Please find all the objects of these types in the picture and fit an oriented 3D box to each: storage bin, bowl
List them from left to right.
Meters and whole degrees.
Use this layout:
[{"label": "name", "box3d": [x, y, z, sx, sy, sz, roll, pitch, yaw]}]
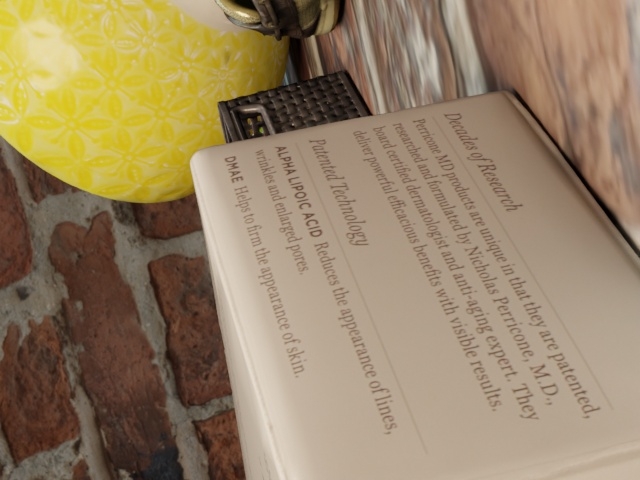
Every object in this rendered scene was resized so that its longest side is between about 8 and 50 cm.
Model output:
[{"label": "bowl", "box3d": [-0.115, -0.187, 0.910, 0.156, 0.289, 0.289, -28, 73, 39]}, {"label": "storage bin", "box3d": [0.000, 0.000, 0.803, 0.122, 0.084, 0.180, -114, 10, -53]}]

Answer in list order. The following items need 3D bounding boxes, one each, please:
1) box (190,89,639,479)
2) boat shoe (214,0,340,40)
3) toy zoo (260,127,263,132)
[{"label": "box", "box3d": [0.039, 0.077, 0.422, 0.182, 0.119, 0.181, -113, 14, -53]}, {"label": "boat shoe", "box3d": [-0.027, -0.153, 0.718, 0.223, 0.073, 0.080, -154, 49, -82]}, {"label": "toy zoo", "box3d": [-0.067, -0.099, 1.410, 0.293, 0.030, 0.192, 82, 171, -46]}]
